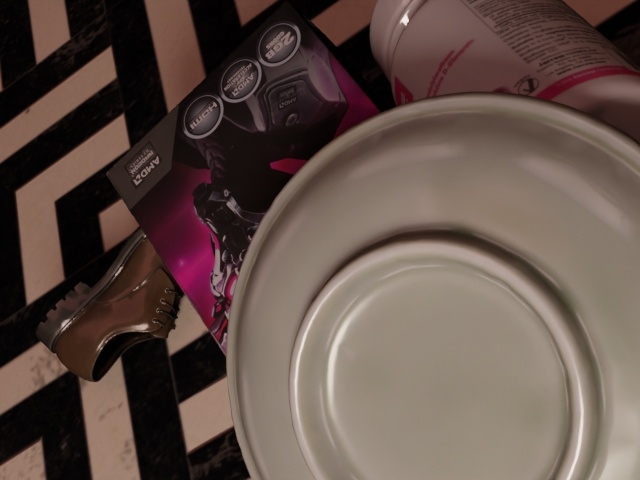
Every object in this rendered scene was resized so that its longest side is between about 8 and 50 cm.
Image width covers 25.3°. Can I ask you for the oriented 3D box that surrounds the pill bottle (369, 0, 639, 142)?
[{"bbox_3d":[0.152,-0.114,1.127,0.160,0.160,0.283,-44,39,9],"label":"pill bottle"}]

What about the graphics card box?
[{"bbox_3d":[0.000,0.000,1.191,0.233,0.094,0.371,-42,56,10],"label":"graphics card box"}]

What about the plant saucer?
[{"bbox_3d":[0.093,0.101,0.963,0.400,0.100,0.401,3,97,26],"label":"plant saucer"}]

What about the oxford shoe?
[{"bbox_3d":[-0.157,0.045,1.363,0.227,0.083,0.096,-46,71,2],"label":"oxford shoe"}]
